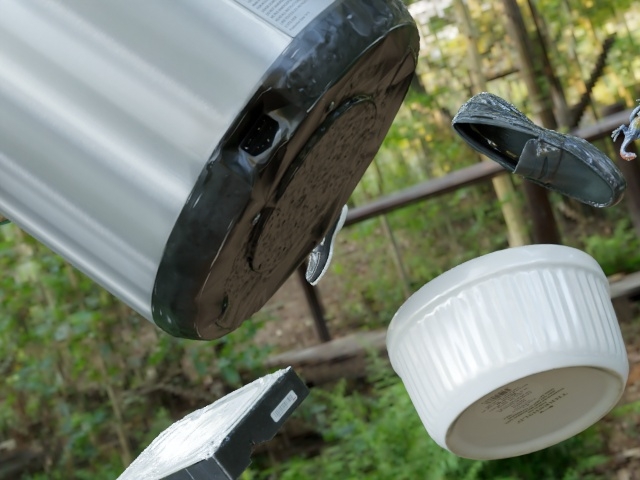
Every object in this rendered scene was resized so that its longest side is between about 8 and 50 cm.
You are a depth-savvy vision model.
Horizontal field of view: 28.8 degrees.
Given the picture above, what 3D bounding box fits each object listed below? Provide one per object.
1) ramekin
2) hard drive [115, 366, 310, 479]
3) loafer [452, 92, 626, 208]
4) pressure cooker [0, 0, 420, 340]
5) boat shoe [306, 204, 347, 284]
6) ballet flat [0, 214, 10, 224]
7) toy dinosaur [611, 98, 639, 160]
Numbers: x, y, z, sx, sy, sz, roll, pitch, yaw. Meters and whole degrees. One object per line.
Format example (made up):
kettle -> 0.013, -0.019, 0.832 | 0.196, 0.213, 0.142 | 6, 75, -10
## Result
ramekin -> 0.170, 0.107, 1.095 | 0.207, 0.109, 0.207 | -11, -34, -8
hard drive -> -0.192, 0.329, 1.938 | 0.339, 0.064, 0.237 | -32, 9, 42
loafer -> 0.259, -0.100, 1.496 | 0.078, 0.223, 0.076 | -41, -24, -43
pressure cooker -> -0.165, -0.162, 1.130 | 0.375, 0.420, 0.370 | -58, -11, 10
boat shoe -> 0.000, 0.000, 1.755 | 0.038, 0.125, 0.046 | 23, -6, -24
ballet flat -> -0.487, -0.129, 1.482 | 0.342, 0.124, 0.116 | 29, 53, 30
toy dinosaur -> 0.454, -0.156, 1.777 | 0.090, 0.047, 0.082 | -32, -30, -48
